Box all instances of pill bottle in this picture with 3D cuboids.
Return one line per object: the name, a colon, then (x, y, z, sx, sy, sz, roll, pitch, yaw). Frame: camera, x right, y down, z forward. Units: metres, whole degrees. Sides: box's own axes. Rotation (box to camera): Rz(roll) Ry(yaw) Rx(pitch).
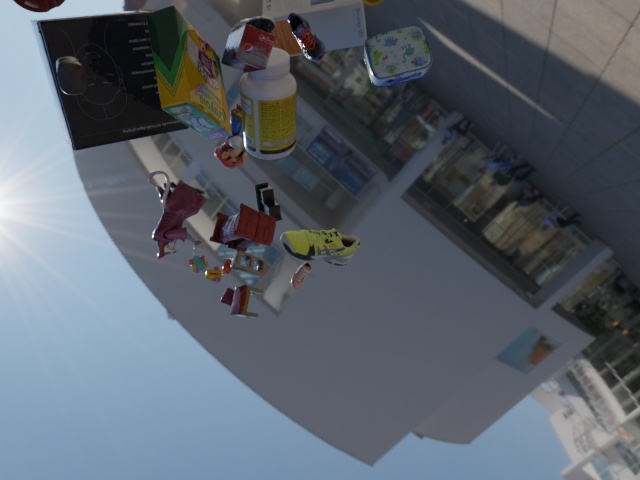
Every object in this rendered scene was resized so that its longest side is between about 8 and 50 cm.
pill bottle: (-0.172, -0.456, 1.694, 0.187, 0.334, 0.188, 2, -136, -2)

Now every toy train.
toy train: (-0.379, 0.090, 1.763, 0.166, 0.046, 0.125, 25, -136, -8)

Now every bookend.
bookend: (-0.262, -0.191, 2.544, 0.072, 0.156, 0.157, -17, -149, -22)

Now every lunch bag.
lunch bag: (0.264, -0.628, 1.740, 0.090, 0.218, 0.176, 75, 180, -81)

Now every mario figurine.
mario figurine: (-0.366, -0.459, 2.328, 0.198, 0.321, 0.170, -21, -121, -40)

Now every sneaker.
sneaker: (-0.265, -0.846, 1.993, 0.237, 0.086, 0.085, 5, 153, 43)
sneaker: (0.000, 0.000, 2.139, 0.384, 0.147, 0.145, 9, -136, -40)
sneaker: (-0.060, -0.747, 1.859, 0.221, 0.083, 0.087, 57, -160, 17)
sneaker: (-0.079, 0.144, 2.151, 0.051, 0.070, 0.134, 36, -133, -14)

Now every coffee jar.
coffee jar: (-0.742, -0.492, 1.508, 0.079, 0.096, 0.184, -12, -151, -23)

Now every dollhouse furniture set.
dollhouse furniture set: (-0.298, 0.078, 1.779, 0.152, 0.201, 0.375, 22, -112, -33)

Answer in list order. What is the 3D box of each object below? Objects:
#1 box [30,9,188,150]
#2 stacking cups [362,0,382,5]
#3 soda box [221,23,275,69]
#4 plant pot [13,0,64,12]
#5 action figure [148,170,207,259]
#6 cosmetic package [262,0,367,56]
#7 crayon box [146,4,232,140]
box: (-0.840, -0.666, 2.059, 0.479, 0.472, 0.297, -18, -150, -27)
stacking cups: (0.203, -0.886, 1.719, 0.096, 0.096, 0.316, 37, -141, -12)
soda box: (-0.204, -0.524, 1.393, 0.083, 0.092, 0.263, 15, -170, -24)
plant pot: (-0.924, -0.856, 1.547, 0.265, 0.272, 0.272, 42, -162, 18)
action figure: (-0.652, -0.092, 2.231, 0.275, 0.247, 0.371, 44, -126, -46)
cosmetic package: (-0.023, -1.007, 2.329, 0.230, 0.452, 0.162, 70, -164, -59)
crayon box: (-0.426, -0.540, 1.699, 0.363, 0.106, 0.314, 20, -122, -78)
